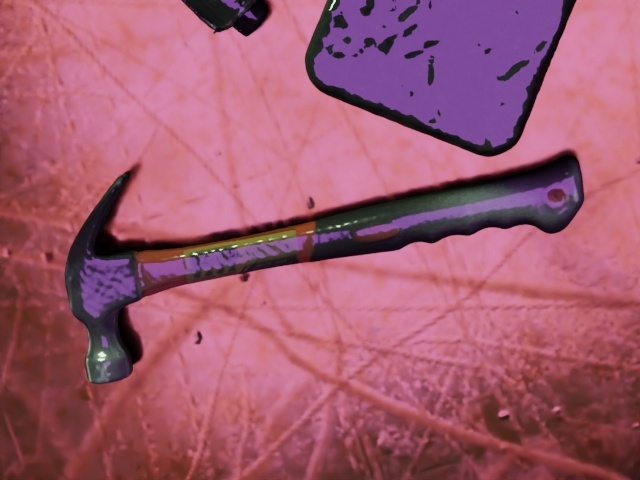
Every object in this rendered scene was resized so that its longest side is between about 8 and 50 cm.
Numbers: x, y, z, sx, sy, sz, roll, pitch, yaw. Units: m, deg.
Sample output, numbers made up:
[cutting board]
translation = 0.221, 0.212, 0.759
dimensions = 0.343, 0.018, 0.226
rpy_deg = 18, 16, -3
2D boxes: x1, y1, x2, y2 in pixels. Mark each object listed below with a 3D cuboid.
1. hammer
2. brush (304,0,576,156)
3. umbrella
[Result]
[hammer]
translation = 0.000, 0.000, 1.074
dimensions = 0.287, 0.033, 0.111
rpy_deg = -10, 101, 7
[brush]
translation = 0.078, -0.149, 1.023
dimensions = 0.123, 0.059, 0.197
rpy_deg = 21, 102, -1
[umbrella]
translation = -0.083, -0.156, 1.053
dimensions = 0.133, 0.031, 0.036
rpy_deg = 41, 128, -4
